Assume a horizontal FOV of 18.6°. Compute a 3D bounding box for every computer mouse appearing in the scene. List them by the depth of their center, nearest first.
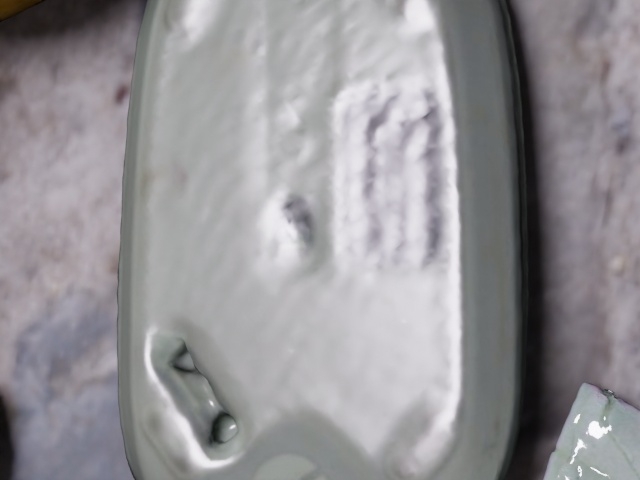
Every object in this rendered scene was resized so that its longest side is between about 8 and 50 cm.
[{"bbox_3d":[0.002,0.000,0.924,0.197,0.095,0.331,2,86,13],"label":"computer mouse"}]

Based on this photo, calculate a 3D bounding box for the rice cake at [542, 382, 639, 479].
[{"bbox_3d":[0.178,0.189,0.905,0.198,0.037,0.189,22,87,10],"label":"rice cake"}]

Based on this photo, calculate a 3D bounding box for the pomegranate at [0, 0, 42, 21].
[{"bbox_3d":[-0.184,-0.217,0.867,0.264,0.264,0.264,1,95,15],"label":"pomegranate"}]
